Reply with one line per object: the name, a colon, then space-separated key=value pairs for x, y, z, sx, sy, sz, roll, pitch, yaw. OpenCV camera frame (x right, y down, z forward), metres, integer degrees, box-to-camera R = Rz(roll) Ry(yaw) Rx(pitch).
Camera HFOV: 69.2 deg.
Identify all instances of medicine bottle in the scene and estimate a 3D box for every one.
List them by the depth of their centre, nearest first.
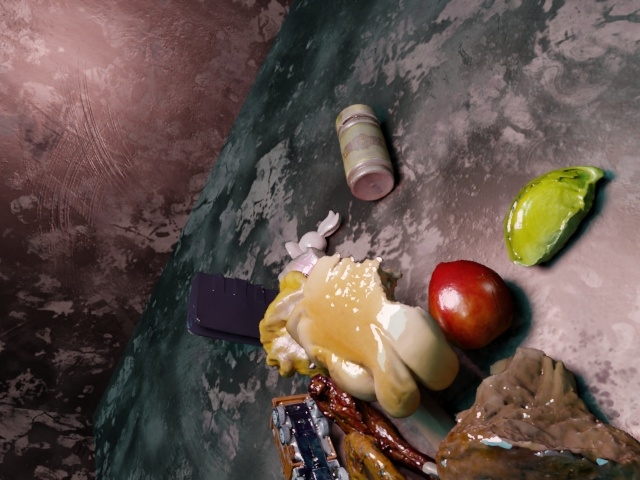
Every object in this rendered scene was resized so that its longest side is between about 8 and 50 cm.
medicine bottle: x=0.145 y=-0.293 z=1.540 sx=0.151 sy=0.151 sz=0.322 roll=-40 pitch=42 yaw=34

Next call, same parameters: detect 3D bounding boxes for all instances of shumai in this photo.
shumai: x=0.387 y=0.357 z=0.831 sx=0.347 sy=0.216 sz=0.283 roll=-10 pitch=17 yaw=21

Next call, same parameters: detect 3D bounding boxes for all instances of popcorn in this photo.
popcorn: x=-0.022 y=0.261 z=1.365 sx=0.298 sy=0.281 sz=0.315 roll=18 pitch=71 yaw=14

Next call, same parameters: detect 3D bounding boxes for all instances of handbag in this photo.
handbag: x=-0.321 y=0.243 z=1.721 sx=0.118 sy=0.326 sz=0.268 roll=-45 pitch=36 yaw=40

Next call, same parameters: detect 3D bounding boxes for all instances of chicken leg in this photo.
chicken leg: x=0.130 y=0.458 z=1.136 sx=0.407 sy=0.157 sz=0.096 roll=28 pitch=59 yaw=34

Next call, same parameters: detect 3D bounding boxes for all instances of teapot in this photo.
teapot: x=-0.021 y=0.125 z=1.518 sx=0.178 sy=0.163 sz=0.221 roll=-52 pitch=37 yaw=14

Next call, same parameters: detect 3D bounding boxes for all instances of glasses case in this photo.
glasses case: x=0.262 y=0.413 z=1.055 sx=0.193 sy=0.070 sz=0.102 roll=43 pitch=135 yaw=53

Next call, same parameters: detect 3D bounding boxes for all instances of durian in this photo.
durian: x=0.480 y=-0.058 z=0.992 sx=0.139 sy=0.101 sz=0.250 roll=30 pitch=98 yaw=21

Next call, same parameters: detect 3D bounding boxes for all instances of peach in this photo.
peach: x=0.321 y=0.131 z=1.018 sx=0.197 sy=0.198 sz=0.197 roll=-31 pitch=47 yaw=41

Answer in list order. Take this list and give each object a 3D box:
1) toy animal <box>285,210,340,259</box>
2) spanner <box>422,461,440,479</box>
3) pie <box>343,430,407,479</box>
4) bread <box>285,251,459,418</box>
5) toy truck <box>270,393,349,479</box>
toy animal: x=-0.002 y=0.001 z=1.647 sx=0.221 sy=0.130 sz=0.104 roll=-35 pitch=4 yaw=3
spanner: x=0.336 y=0.507 z=0.879 sx=0.325 sy=0.040 sz=0.095 roll=-5 pitch=83 yaw=44
pie: x=0.134 y=0.541 z=1.037 sx=0.273 sy=0.069 sz=0.273 roll=37 pitch=141 yaw=37
bread: x=0.096 y=0.204 z=1.045 sx=0.245 sy=0.328 sz=0.424 roll=-34 pitch=35 yaw=-22
toy truck: x=-0.044 y=0.575 z=1.233 sx=0.305 sy=0.137 sz=0.162 roll=-119 pitch=36 yaw=-49
